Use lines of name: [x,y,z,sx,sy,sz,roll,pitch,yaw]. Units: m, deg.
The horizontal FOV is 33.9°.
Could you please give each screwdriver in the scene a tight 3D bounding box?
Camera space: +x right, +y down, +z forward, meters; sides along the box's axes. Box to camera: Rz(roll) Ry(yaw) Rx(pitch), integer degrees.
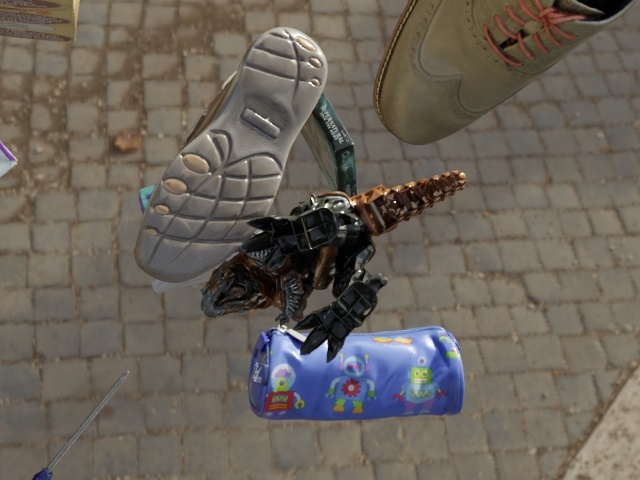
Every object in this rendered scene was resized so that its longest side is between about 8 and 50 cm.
screwdriver: [-0.196,0.166,0.800,0.170,0.025,0.024,-47,26,0]

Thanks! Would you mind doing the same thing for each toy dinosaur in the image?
toy dinosaur: [0.000,0.000,1.172,0.164,0.322,0.218,40,17,-7]

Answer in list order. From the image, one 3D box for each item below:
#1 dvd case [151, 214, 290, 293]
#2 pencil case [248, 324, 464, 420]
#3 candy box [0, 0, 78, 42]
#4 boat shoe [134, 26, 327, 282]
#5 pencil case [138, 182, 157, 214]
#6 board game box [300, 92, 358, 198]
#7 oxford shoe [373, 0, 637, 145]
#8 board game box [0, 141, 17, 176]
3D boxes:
dvd case: [-0.120,0.017,1.574,0.180,0.253,0.022,-13,78,-41]
pencil case: [0.048,0.179,1.445,0.306,0.133,0.119,1,18,-12]
candy box: [-0.171,-0.222,0.583,0.088,0.316,0.183,5,92,-14]
boat shoe: [-0.103,-0.090,1.188,0.123,0.116,0.324,37,74,-14]
pencil case: [-0.178,-0.064,1.485,0.152,0.070,0.064,-20,19,-3]
board game box: [-0.005,-0.147,1.289,0.026,0.126,0.186,-23,62,-8]
oxford shoe: [0.155,-0.185,0.796,0.123,0.348,0.130,34,34,-13]
board game box: [-0.541,-0.119,1.480,0.144,0.275,0.142,-42,107,-14]
